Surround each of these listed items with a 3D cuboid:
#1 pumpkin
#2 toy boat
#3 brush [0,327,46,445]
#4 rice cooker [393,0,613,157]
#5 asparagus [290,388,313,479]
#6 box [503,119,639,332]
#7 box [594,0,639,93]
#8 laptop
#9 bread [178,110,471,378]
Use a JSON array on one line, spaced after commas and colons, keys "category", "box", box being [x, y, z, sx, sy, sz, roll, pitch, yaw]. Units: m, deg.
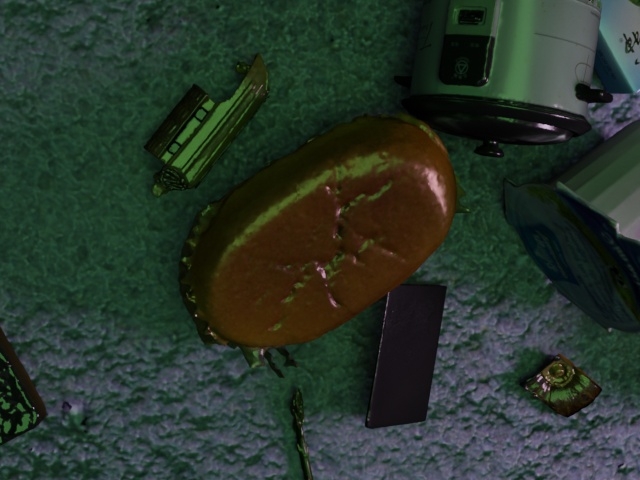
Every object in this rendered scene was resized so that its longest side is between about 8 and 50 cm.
[{"category": "pumpkin", "box": [0.339, 0.204, 1.551, 0.101, 0.035, 0.073, 40, 99, -16]}, {"category": "toy boat", "box": [-0.148, -0.150, 1.397, 0.088, 0.068, 0.226, 38, 89, -7]}, {"category": "brush", "box": [-0.444, 0.173, 1.377, 0.123, 0.059, 0.197, -28, 101, -5]}, {"category": "rice cooker", "box": [0.229, -0.218, 1.377, 0.280, 0.241, 0.227, 10, 92, 28]}, {"category": "asparagus", "box": [-0.018, 0.313, 1.497, 0.023, 0.022, 0.233, -2, 102, 34]}, {"category": "box", "box": [0.411, -0.041, 1.423, 0.206, 0.291, 0.262, -40, 99, -15]}, {"category": "box", "box": [0.467, -0.320, 1.491, 0.232, 0.083, 0.142, -34, 103, -7]}, {"category": "laptop", "box": [0.114, 0.154, 1.471, 0.135, 0.016, 0.197, 5, 96, -49]}, {"category": "bread", "box": [-0.009, -0.009, 1.381, 0.388, 0.183, 0.236, -40, 104, -5]}]
